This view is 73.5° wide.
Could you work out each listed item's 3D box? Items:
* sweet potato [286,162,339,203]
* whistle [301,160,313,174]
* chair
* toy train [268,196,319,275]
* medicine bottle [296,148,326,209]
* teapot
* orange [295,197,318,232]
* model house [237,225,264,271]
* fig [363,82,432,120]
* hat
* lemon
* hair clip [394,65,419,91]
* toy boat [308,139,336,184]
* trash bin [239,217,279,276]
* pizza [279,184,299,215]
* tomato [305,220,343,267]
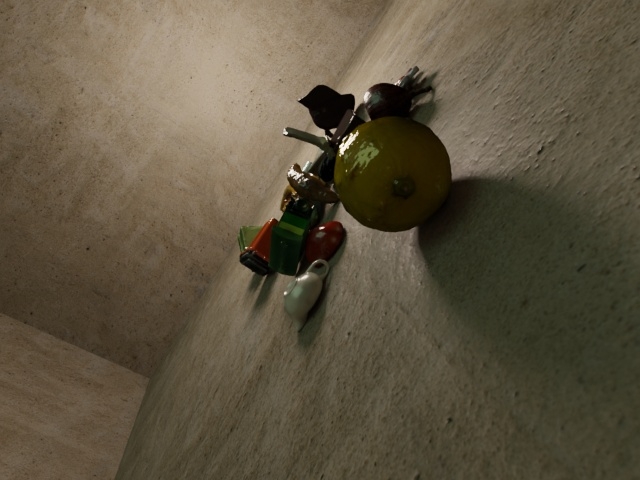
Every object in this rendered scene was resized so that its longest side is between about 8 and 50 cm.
[{"bbox_3d":[-0.057,-0.225,1.709,0.341,0.114,0.092,42,139,45],"label":"sweet potato"},{"bbox_3d":[-0.124,-0.287,2.328,0.312,0.062,0.062,-61,16,-7],"label":"whistle"},{"bbox_3d":[0.054,-0.366,1.464,0.186,0.319,0.160,-57,16,20],"label":"chair"},{"bbox_3d":[-0.097,-0.016,1.535,0.301,0.120,0.202,105,-172,-57],"label":"toy train"},{"bbox_3d":[-0.003,-0.296,1.924,0.108,0.108,0.426,-43,21,43],"label":"medicine bottle"},{"bbox_3d":[-0.048,0.151,1.278,0.226,0.092,0.145,-59,17,-12],"label":"teapot"},{"bbox_3d":[-0.075,-0.094,1.727,0.156,0.124,0.156,-170,90,-70],"label":"orange"},{"bbox_3d":[-0.321,0.052,2.177,0.214,0.195,0.189,121,147,-58],"label":"model house"},{"bbox_3d":[0.235,-0.443,1.417,0.202,0.148,0.149,20,107,50],"label":"fig"},{"bbox_3d":[0.041,-0.619,2.133,0.238,0.336,0.209,-16,81,44],"label":"hat"},{"bbox_3d":[0.152,-0.144,0.933,0.260,0.260,0.284,-60,28,-3],"label":"lemon"},{"bbox_3d":[0.304,-0.564,1.563,0.146,0.075,0.257,-58,11,20],"label":"hair clip"},{"bbox_3d":[0.066,-0.323,1.712,0.269,0.141,0.141,-35,29,50],"label":"toy boat"},{"bbox_3d":[-0.240,0.025,1.947,0.184,0.161,0.239,-28,31,60],"label":"trash bin"},{"bbox_3d":[-0.138,-0.175,2.045,0.365,0.074,0.182,175,98,-73],"label":"pizza"},{"bbox_3d":[0.004,-0.008,1.412,0.174,0.082,0.166,-47,19,42],"label":"tomato"}]
